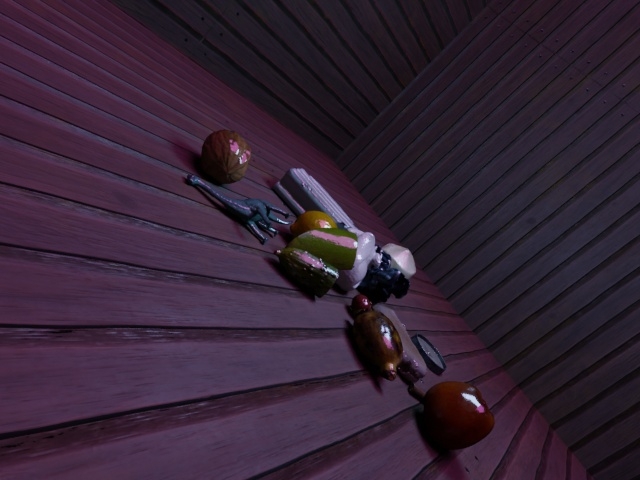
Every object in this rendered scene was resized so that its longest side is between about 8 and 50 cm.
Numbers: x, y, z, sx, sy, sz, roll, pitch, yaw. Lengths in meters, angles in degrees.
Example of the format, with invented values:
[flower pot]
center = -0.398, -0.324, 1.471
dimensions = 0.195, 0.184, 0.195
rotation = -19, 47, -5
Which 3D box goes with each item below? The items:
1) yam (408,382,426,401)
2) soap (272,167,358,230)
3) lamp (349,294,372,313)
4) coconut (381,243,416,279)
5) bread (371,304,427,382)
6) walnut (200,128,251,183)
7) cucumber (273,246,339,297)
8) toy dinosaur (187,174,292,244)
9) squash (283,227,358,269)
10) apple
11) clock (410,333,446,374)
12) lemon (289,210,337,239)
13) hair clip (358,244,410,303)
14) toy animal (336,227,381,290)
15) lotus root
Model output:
[yam]
center = 0.452, 0.640, 1.656
dimensions = 0.327, 0.045, 0.045
rotation = 40, 48, -19
[soap]
center = -0.014, -0.161, 2.206
dimensions = 0.446, 0.156, 0.261
rotation = 47, 15, 3
[lamp]
center = 0.163, 0.267, 1.739
dimensions = 0.101, 0.090, 0.101
rotation = 170, -90, -85
[coconut]
center = 0.398, 0.135, 2.379
dimensions = 0.245, 0.247, 0.245
rotation = 41, 16, -15
[bread]
center = 0.282, 0.400, 1.707
dimensions = 0.183, 0.102, 0.337
rotation = 16, 36, -54
[walnut]
center = -0.359, -0.314, 1.643
dimensions = 0.213, 0.213, 0.213
rotation = 42, 16, -15
[cucumber]
center = -0.062, 0.094, 1.534
dimensions = 0.244, 0.134, 0.134
rotation = 33, 20, -25
[toy dinosaur]
center = -0.284, -0.144, 1.608
dimensions = 0.331, 0.129, 0.383
rotation = 38, 14, 4
[squash]
center = 0.000, 0.000, 1.675
dimensions = 0.288, 0.111, 0.203
rotation = 13, 34, -11
[apple]
center = 0.461, 0.592, 1.480
dimensions = 0.234, 0.234, 0.234
rotation = 42, 16, -15
[clock]
center = 0.516, 0.538, 2.072
dimensions = 0.215, 0.042, 0.215
rotation = 42, 16, -15
[lemon]
center = -0.021, -0.030, 1.812
dimensions = 0.244, 0.187, 0.187
rotation = 6, 37, -31
[hair clip]
center = 0.278, 0.175, 2.060
dimensions = 0.194, 0.206, 0.310
rotation = 43, 10, -31
[toy animal]
center = 0.135, 0.096, 1.858
dimensions = 0.206, 0.272, 0.265
rotation = 24, 24, 15
[lotus root]
center = 0.208, 0.356, 1.534
dimensions = 0.169, 0.141, 0.314
rotation = 29, 24, -36
